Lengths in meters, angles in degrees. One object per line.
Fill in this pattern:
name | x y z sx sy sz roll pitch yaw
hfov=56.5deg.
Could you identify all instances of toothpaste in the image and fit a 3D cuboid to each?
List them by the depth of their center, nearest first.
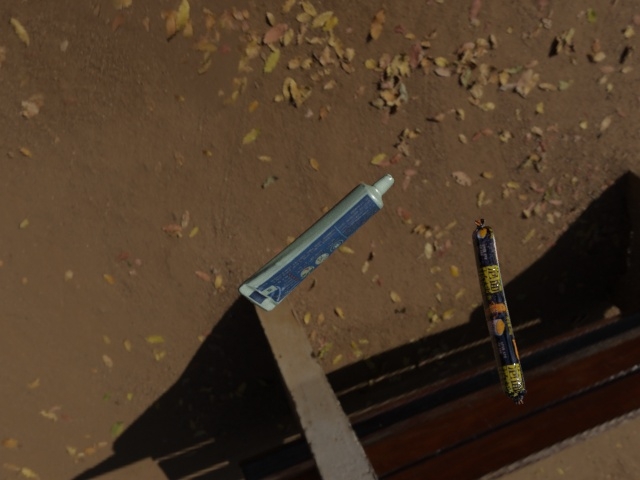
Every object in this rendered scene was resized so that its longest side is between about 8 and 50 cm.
toothpaste | 0.000 0.000 0.620 0.197 0.035 0.057 -42 134 6

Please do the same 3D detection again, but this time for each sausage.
sausage | 0.187 0.072 0.629 0.025 0.199 0.028 -1 166 -29
